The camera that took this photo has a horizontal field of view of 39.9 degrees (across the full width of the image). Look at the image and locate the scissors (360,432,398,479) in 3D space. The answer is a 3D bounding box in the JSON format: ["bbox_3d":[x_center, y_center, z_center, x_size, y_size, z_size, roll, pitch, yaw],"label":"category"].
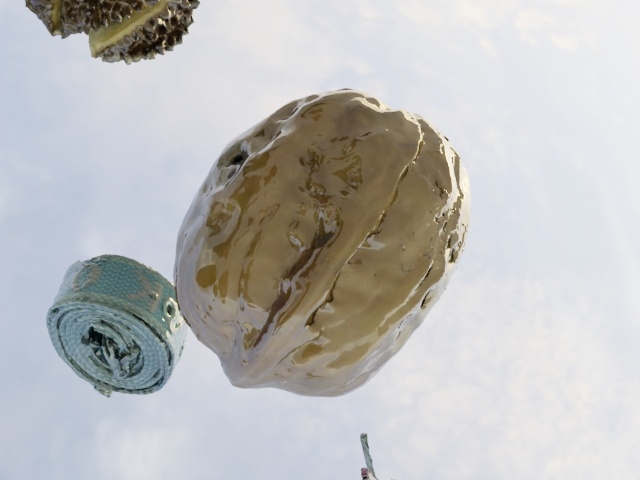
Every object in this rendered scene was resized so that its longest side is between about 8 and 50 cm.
[{"bbox_3d":[0.074,0.306,1.039,0.020,0.187,0.133,-10,-142,13],"label":"scissors"}]

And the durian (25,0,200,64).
[{"bbox_3d":[-0.088,-0.161,0.449,0.110,0.071,0.140,49,-124,-23],"label":"durian"}]

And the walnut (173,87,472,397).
[{"bbox_3d":[0.000,0.000,0.647,0.198,0.198,0.245,32,-99,0],"label":"walnut"}]

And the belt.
[{"bbox_3d":[-0.208,0.094,0.912,0.163,0.147,0.082,55,-145,-40],"label":"belt"}]
